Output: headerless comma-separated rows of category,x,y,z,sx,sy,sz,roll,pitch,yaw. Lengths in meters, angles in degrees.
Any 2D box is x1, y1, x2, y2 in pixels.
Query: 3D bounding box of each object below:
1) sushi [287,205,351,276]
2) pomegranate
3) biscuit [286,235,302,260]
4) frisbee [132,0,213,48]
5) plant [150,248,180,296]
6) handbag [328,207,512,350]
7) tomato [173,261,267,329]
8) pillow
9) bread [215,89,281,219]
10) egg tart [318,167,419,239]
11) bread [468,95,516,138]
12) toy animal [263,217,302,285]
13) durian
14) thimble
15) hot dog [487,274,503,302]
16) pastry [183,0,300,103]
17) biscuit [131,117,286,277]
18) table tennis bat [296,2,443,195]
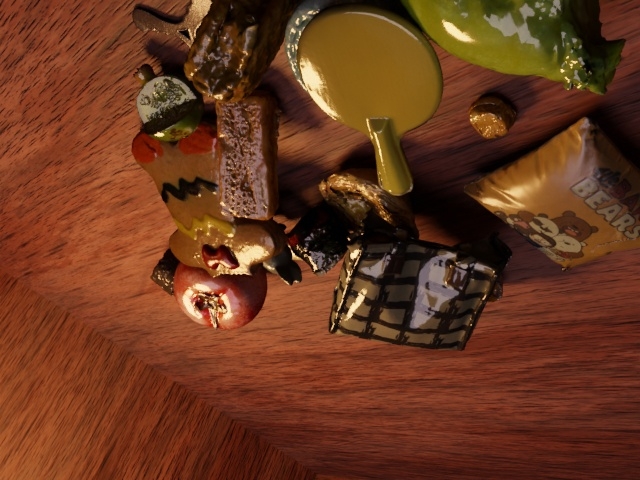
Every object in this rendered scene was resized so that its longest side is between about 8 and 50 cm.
sushi,0.000,0.000,1.525,0.126,0.136,0.225,44,176,0
pomegranate,-0.321,-0.291,1.381,0.143,0.122,0.169,-37,79,25
biscuit,-0.025,0.017,1.704,0.188,0.052,0.056,0,131,31
frisbee,-0.258,-0.395,1.276,0.211,0.012,0.187,3,144,31
plant,-0.427,0.121,2.063,0.203,0.142,0.131,32,139,3
handbag,0.197,0.095,1.400,0.325,0.163,0.327,8,143,-3
tomato,-0.283,0.120,1.866,0.270,0.227,0.270,7,129,8
pillow,0.462,-0.066,1.181,0.310,0.119,0.312,37,148,-14
bread,-0.147,-0.177,1.360,0.139,0.077,0.271,3,114,9
egg tart,0.119,-0.082,1.420,0.252,0.098,0.232,33,155,-8
bread,0.299,-0.215,1.138,0.083,0.046,0.081,20,154,4
toy animal,-0.132,0.022,1.633,0.108,0.138,0.236,121,128,-66
durian,0.240,-0.347,0.856,0.339,0.204,0.256,18,136,26
thimble,0.053,-0.330,1.037,0.198,0.143,0.235,17,150,7
hot dog,0.307,0.095,1.574,0.267,0.075,0.144,1,141,35
pastry,-0.140,-0.338,1.071,0.132,0.235,0.240,31,139,-3
biscuit,-0.272,-0.089,1.542,0.368,0.076,0.394,-1,116,36
table tennis bat,0.092,-0.208,1.021,0.224,0.054,0.369,6,143,26
